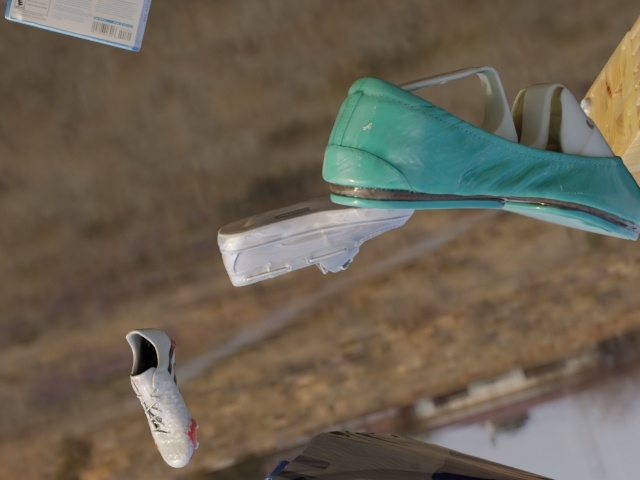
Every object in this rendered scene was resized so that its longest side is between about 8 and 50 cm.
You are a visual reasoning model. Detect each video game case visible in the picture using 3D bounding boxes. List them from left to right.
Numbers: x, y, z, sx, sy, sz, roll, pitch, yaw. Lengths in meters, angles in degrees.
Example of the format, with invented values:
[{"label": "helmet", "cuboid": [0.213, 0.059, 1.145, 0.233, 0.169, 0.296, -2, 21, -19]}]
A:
[{"label": "video game case", "cuboid": [-0.178, -0.243, 1.420, 0.119, 0.166, 0.015, 16, -173, 19]}]

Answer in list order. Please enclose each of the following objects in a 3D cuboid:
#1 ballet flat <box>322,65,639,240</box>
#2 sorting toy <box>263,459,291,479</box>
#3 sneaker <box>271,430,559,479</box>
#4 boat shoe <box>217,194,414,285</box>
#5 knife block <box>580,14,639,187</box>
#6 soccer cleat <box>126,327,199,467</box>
[{"label": "ballet flat", "cuboid": [0.108, -0.052, 1.025, 0.247, 0.087, 0.083, 6, -175, -40]}, {"label": "sorting toy", "cuboid": [-0.021, 0.194, 1.302, 0.102, 0.061, 0.042, -31, -173, 35]}, {"label": "sneaker", "cuboid": [0.013, 0.184, 0.718, 0.127, 0.182, 0.315, 13, -172, 28]}, {"label": "boat shoe", "cuboid": [0.000, 0.000, 1.647, 0.184, 0.063, 0.066, -15, -162, -15]}, {"label": "knife block", "cuboid": [0.328, -0.103, 1.206, 0.242, 0.088, 0.276, 8, 150, -11]}, {"label": "soccer cleat", "cuboid": [-0.091, 0.088, 1.020, 0.029, 0.083, 0.035, -22, 157, 24]}]
